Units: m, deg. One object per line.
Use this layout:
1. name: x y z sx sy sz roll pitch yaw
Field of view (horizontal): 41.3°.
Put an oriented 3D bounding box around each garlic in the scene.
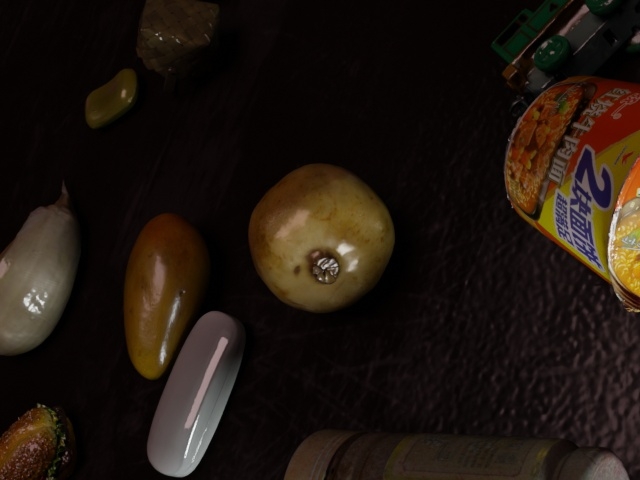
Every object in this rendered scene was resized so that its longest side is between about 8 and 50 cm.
1. garlic: -0.521 0.043 1.508 0.196 0.151 0.339 18 82 56

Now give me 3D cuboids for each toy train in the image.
1. toy train: 0.287 -0.238 0.972 0.228 0.091 0.136 -49 37 13

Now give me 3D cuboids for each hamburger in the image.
1. hamburger: -0.466 0.341 1.354 0.166 0.087 0.137 -43 49 18

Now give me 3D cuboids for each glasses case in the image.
1. glasses case: -0.172 0.211 1.180 0.092 0.059 0.234 15 80 42

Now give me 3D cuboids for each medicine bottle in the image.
1. medicine bottle: 0.128 0.267 0.835 0.322 0.151 0.151 -7 66 38

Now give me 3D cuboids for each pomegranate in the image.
1. pomegranate: 0.000 0.000 1.049 0.196 0.196 0.196 -18 60 34

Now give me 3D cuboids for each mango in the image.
1. mango: -0.228 0.078 1.251 0.138 0.113 0.253 -10 67 38

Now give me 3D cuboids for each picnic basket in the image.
1. picnic basket: -0.242 -0.327 1.444 0.178 0.137 0.128 118 161 -59

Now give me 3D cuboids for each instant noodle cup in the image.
1. instant noodle cup: 0.291 -0.061 0.820 0.213 0.213 0.174 -58 38 4

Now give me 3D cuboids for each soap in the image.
1. soap: -0.388 -0.264 1.587 0.140 0.045 0.089 -26 53 31
